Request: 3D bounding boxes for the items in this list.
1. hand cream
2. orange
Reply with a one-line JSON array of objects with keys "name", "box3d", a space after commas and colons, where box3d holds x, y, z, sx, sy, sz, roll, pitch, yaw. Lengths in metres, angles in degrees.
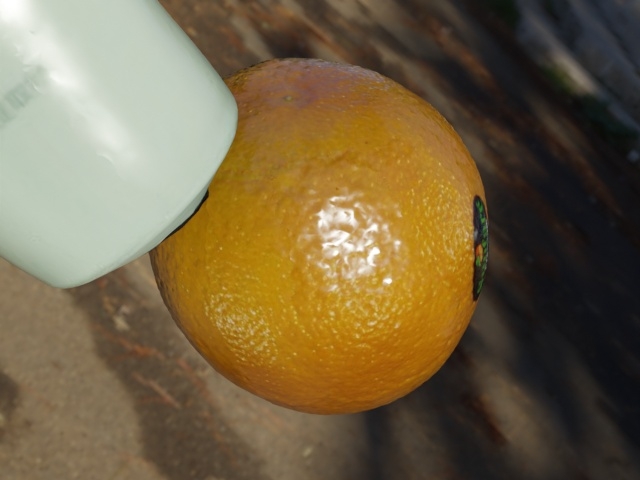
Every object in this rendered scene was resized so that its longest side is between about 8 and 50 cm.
[{"name": "hand cream", "box3d": [-0.144, -0.107, 0.298, 0.321, 0.109, 0.067, 44, 15, -24]}, {"name": "orange", "box3d": [0.000, 0.000, 0.773, 0.206, 0.206, 0.206, 37, 19, -15]}]
